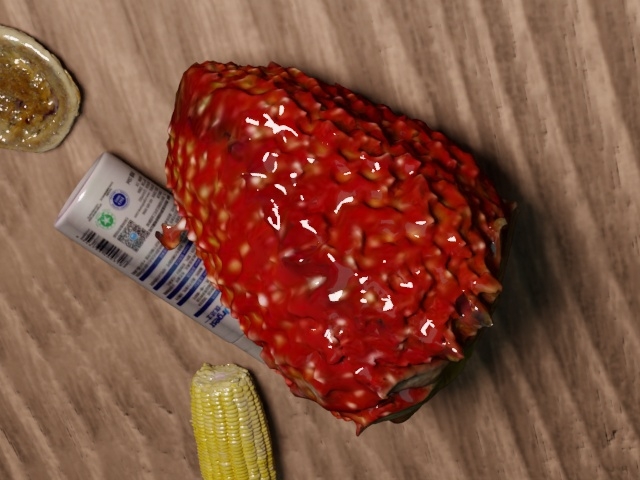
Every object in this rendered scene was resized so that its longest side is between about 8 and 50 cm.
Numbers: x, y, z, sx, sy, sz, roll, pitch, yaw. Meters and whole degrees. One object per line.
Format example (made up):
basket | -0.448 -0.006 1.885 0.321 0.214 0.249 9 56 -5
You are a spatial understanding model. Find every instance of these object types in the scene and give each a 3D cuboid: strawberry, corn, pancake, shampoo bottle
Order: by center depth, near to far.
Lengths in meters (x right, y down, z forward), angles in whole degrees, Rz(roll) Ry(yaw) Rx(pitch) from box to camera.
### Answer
strawberry | -0.001 0.002 1.217 0.343 0.292 0.292 31 124 10
pancake | -0.295 -0.139 1.295 0.139 0.022 0.139 5 124 7
shampoo bottle | -0.109 0.033 1.339 0.303 0.092 0.092 34 122 -14
corn | -0.096 0.208 1.468 0.085 0.063 0.165 10 125 32
